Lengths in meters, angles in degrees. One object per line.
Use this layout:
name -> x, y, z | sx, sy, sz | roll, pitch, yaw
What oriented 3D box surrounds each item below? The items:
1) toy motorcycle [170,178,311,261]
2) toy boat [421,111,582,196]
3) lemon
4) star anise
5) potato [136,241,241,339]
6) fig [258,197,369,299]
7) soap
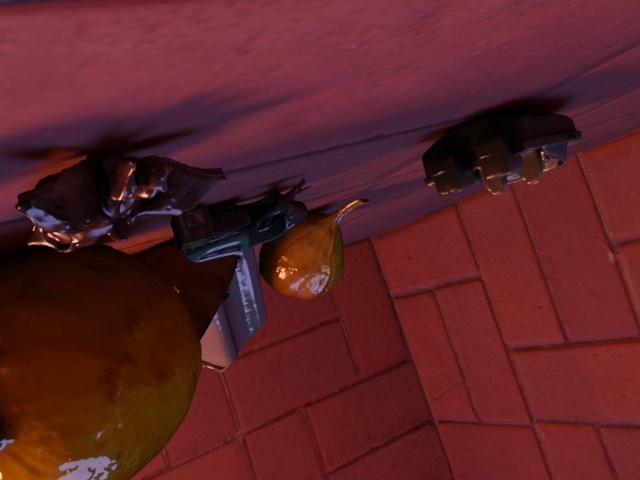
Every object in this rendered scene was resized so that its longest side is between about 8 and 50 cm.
toy motorcycle -> -0.088, -0.022, 0.783 | 0.173, 0.058, 0.100 | -16, 170, -23
toy boat -> 0.258, -0.115, 0.882 | 0.141, 0.092, 0.320 | -19, 179, 39
lemon -> -0.247, 0.126, 0.663 | 0.261, 0.260, 0.284 | -21, -165, 33
star anise -> -0.121, -0.029, 0.425 | 0.129, 0.056, 0.124 | -17, 176, -23
potato -> -0.227, 0.088, 0.935 | 0.239, 0.116, 0.299 | -33, -156, 28
fig -> 0.000, 0.000, 1.207 | 0.159, 0.159, 0.257 | -15, 158, -49
soap -> -0.245, 0.080, 1.231 | 0.159, 0.258, 0.302 | -52, 155, -35
